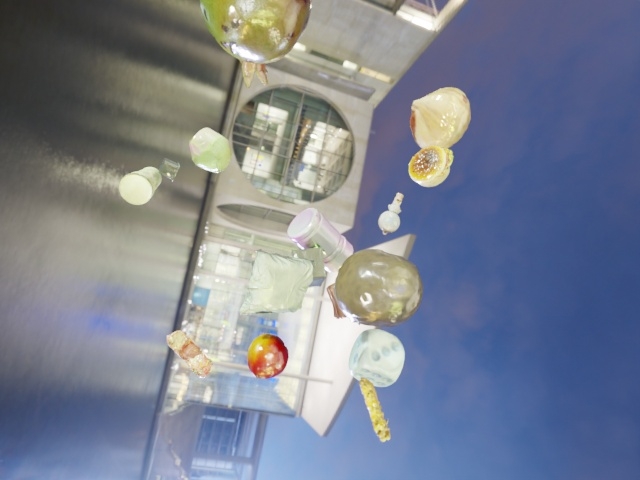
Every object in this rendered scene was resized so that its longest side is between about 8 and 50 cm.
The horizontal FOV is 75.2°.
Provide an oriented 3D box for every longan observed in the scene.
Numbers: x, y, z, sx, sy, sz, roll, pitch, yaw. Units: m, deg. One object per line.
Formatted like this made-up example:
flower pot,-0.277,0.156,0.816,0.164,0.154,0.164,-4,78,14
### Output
longan,0.267,0.235,1.995,0.436,0.404,0.404,-141,-114,-72

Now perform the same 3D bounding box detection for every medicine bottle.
medicine bottle,0.000,0.000,2.234,0.212,0.325,0.212,-32,-146,25

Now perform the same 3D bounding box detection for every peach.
peach,-0.227,0.502,1.775,0.197,0.197,0.197,-166,-90,-76

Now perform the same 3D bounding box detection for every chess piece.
chess piece,-0.811,-0.271,1.924,0.251,0.144,0.144,-97,-156,-67

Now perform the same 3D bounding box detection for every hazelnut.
hazelnut,0.469,-0.487,1.637,0.261,0.241,0.261,-53,-174,9

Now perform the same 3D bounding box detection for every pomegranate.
pomegranate,-0.181,-0.569,1.043,0.323,0.291,0.290,-31,-135,51

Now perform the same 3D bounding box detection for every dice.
dice,0.341,0.723,2.555,0.264,0.268,0.262,-56,-169,50

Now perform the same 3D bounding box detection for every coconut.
coconut,-0.583,-0.471,2.160,0.204,0.236,0.236,-63,-166,1

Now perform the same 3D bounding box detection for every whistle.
whistle,0.352,-0.130,2.043,0.057,0.107,0.220,-176,-72,-78

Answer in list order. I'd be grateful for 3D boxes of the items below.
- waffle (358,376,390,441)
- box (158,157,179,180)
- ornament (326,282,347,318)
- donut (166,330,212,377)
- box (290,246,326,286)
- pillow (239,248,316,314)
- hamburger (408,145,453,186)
waffle,0.260,0.790,1.977,0.260,0.069,0.293,63,5,-48
box,-0.705,-0.334,1.932,0.084,0.069,0.122,-62,-152,7
ornament,0.151,0.371,2.680,0.217,0.235,0.221,66,15,1
donut,-0.533,0.470,1.718,0.085,0.233,0.199,-43,160,-22
box,-0.067,0.143,2.013,0.231,0.149,0.155,108,-25,-69
pillow,-0.174,0.188,1.737,0.138,0.310,0.283,34,-72,49
hamburger,0.341,-0.232,1.281,0.141,0.081,0.126,-4,-114,34
